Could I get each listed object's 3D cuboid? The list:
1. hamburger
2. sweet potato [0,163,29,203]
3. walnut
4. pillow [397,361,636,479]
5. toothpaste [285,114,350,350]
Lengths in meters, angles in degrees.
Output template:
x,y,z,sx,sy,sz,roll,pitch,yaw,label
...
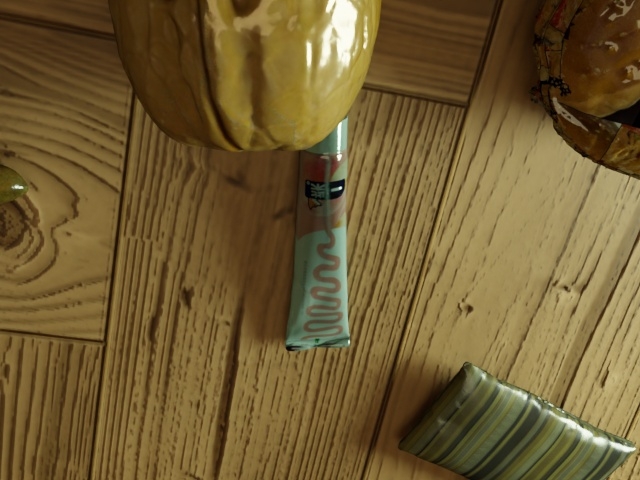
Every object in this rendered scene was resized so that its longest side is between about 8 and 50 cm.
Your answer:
x,y,z,sx,sy,sz,roll,pitch,yaw,label
0.262,-0.141,0.511,0.231,0.107,0.231,5,127,6,hamburger
-0.303,-0.031,0.528,0.182,0.054,0.053,2,122,-11,sweet potato
-0.045,-0.150,0.454,0.165,0.165,0.197,1,120,-8,walnut
0.183,0.190,0.693,0.203,0.038,0.113,28,110,-17,pillow
0.000,0.000,0.591,0.056,0.036,0.205,-3,117,-8,toothpaste
